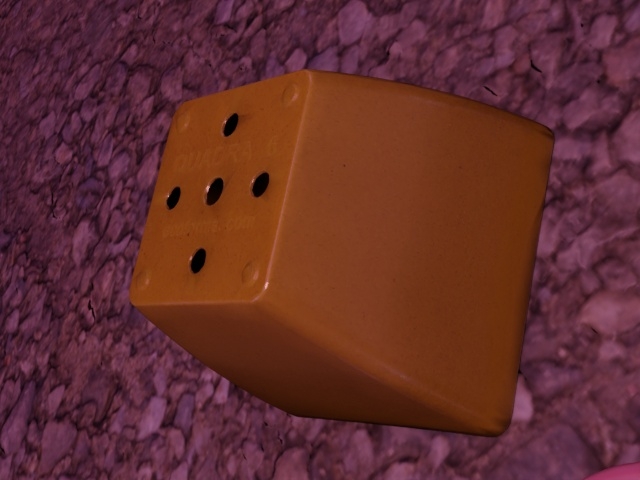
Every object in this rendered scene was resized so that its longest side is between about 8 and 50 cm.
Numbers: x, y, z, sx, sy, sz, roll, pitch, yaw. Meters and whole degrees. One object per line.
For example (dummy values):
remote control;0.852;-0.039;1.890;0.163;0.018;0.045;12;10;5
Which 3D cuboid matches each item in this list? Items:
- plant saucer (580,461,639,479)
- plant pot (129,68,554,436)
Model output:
plant saucer;0.133;0.260;0.419;0.332;0.084;0.332;-159;90;-77
plant pot;0.000;0.000;0.693;0.212;0.187;0.212;-5;69;48
